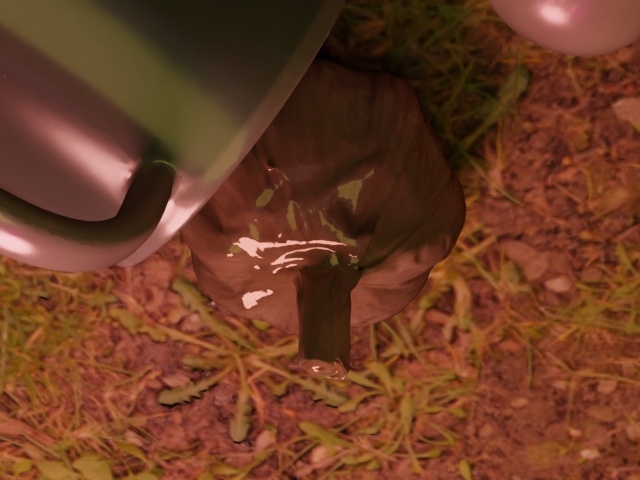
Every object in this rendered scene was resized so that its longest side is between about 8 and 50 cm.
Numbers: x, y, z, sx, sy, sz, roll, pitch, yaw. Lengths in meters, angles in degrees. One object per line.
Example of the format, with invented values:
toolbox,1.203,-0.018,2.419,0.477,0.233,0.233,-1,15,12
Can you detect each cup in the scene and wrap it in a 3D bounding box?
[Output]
cup,-0.166,-0.133,0.815,0.274,0.356,0.259,35,125,-16

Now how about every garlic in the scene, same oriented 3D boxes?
garlic,0.000,0.000,0.980,0.219,0.212,0.218,0,130,0

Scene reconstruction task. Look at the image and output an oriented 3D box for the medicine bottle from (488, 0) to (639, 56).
medicine bottle,0.200,-0.260,0.823,0.130,0.130,0.341,21,125,-9
